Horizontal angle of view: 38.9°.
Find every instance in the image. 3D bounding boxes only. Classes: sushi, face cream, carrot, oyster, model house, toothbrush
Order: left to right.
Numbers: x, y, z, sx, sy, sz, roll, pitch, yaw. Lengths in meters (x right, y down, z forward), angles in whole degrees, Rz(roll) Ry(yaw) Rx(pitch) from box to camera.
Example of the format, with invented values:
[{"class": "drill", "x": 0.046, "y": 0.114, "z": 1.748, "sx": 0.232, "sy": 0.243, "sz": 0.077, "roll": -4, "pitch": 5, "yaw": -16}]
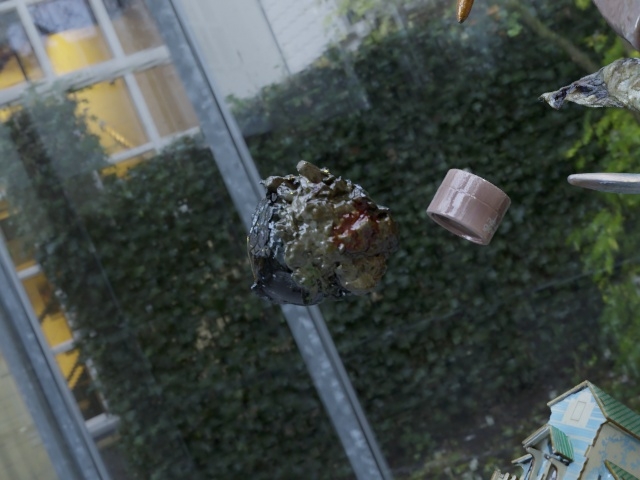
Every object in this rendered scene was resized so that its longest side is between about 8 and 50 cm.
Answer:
[{"class": "sushi", "x": 0.003, "y": 0.000, "z": 1.497, "sx": 0.239, "sy": 0.224, "sz": 0.219, "roll": 14, "pitch": -10, "yaw": -32}, {"class": "face cream", "x": 0.311, "y": -0.070, "z": 1.908, "sx": 0.104, "sy": 0.149, "sz": 0.149, "roll": -61, "pitch": 6, "yaw": -6}, {"class": "carrot", "x": 0.342, "y": -0.600, "z": 1.977, "sx": 0.271, "sy": 0.066, "sz": 0.062, "roll": -61, "pitch": 18, "yaw": -3}, {"class": "model house", "x": 0.395, "y": 0.321, "z": 1.342, "sx": 0.206, "sy": 0.178, "sz": 0.271, "roll": -60, "pitch": 17, "yaw": -13}, {"class": "oyster", "x": 0.536, "y": -0.289, "z": 1.730, "sx": 0.294, "sy": 0.094, "sz": 0.166, "roll": 4, "pitch": 30, "yaw": 43}, {"class": "toothbrush", "x": 0.499, "y": -0.069, "z": 1.154, "sx": 0.376, "sy": 0.037, "sz": 0.028, "roll": 1, "pitch": -29, "yaw": -4}]

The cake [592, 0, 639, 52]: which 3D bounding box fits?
[{"class": "cake", "x": 0.565, "y": -0.382, "z": 1.273, "sx": 0.309, "sy": 0.236, "sz": 0.230, "roll": 8, "pitch": 32, "yaw": -3}]
